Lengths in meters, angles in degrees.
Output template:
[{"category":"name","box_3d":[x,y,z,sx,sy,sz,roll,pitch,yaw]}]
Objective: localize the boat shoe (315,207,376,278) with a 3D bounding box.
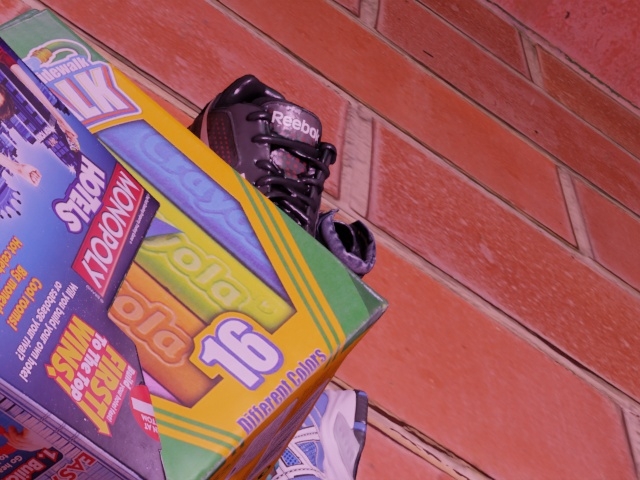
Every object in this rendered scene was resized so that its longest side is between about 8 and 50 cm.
[{"category":"boat shoe","box_3d":[0.000,0.000,1.184,0.065,0.083,0.183,28,23,-25]}]

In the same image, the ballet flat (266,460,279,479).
[{"category":"ballet flat","box_3d":[-0.131,0.072,0.845,0.087,0.083,0.247,-34,62,-25]}]

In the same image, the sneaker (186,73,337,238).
[{"category":"sneaker","box_3d":[-0.045,-0.030,1.105,0.097,0.135,0.276,27,25,-31]}]

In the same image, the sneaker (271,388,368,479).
[{"category":"sneaker","box_3d":[-0.020,0.157,0.864,0.081,0.080,0.211,10,25,-1]}]

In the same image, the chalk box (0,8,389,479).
[{"category":"chalk box","box_3d":[-0.153,0.028,0.683,0.289,0.180,0.179,40,42,9]}]

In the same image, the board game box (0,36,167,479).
[{"category":"board game box","box_3d":[-0.127,0.010,0.512,0.194,0.060,0.194,48,23,-16]}]
